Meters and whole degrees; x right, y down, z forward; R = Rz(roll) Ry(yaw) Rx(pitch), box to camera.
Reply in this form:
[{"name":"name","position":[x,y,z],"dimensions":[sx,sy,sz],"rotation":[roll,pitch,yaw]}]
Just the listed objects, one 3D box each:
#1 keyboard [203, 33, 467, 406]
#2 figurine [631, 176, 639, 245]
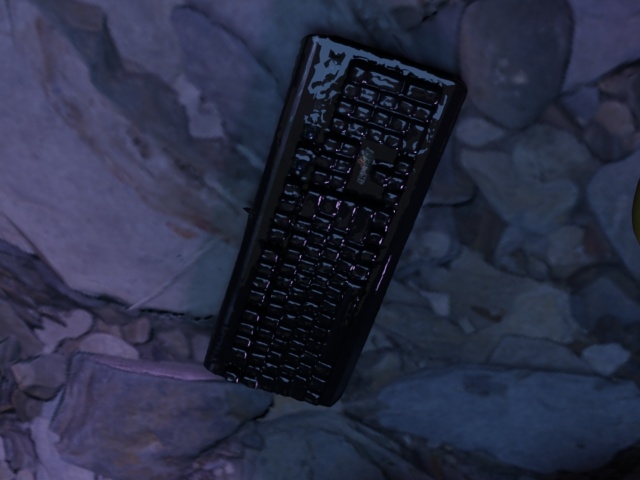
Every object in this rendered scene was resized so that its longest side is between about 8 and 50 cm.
[{"name":"keyboard","position":[0.000,0.000,0.532],"dimensions":[0.093,0.025,0.230],"rotation":[17,122,-3]},{"name":"figurine","position":[0.339,-0.106,0.346],"dimensions":[0.377,0.266,0.362],"rotation":[12,99,-35]}]
